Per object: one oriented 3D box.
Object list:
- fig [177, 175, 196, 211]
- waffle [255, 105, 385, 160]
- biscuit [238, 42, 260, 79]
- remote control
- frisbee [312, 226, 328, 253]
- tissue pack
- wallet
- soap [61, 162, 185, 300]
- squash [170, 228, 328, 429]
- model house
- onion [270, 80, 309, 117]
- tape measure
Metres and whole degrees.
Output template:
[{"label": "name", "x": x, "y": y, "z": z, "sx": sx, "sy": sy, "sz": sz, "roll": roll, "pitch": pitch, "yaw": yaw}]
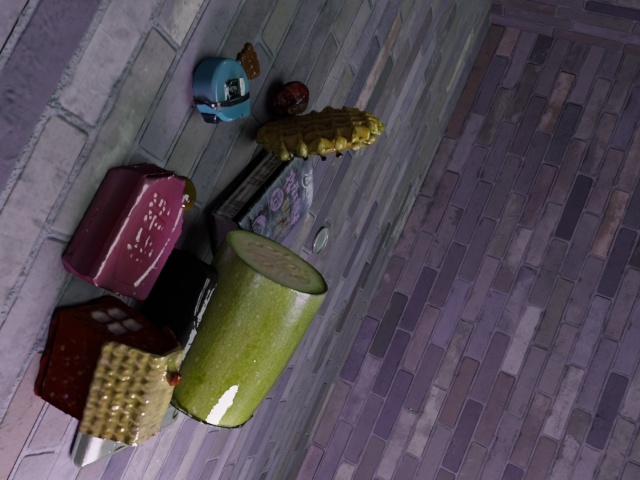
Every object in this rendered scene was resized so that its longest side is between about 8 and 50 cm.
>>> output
[{"label": "fig", "x": -0.291, "y": -0.100, "z": 1.131, "sx": 0.088, "sy": 0.074, "sz": 0.074, "roll": -80, "pitch": 174, "yaw": -47}, {"label": "waffle", "x": 0.002, "y": -0.277, "z": 1.378, "sx": 0.329, "sy": 0.329, "sz": 0.062, "roll": -45, "pitch": 136, "yaw": -48}, {"label": "biscuit", "x": -0.160, "y": -0.396, "z": 1.235, "sx": 0.092, "sy": 0.016, "sz": 0.082, "roll": 12, "pitch": 94, "yaw": -71}, {"label": "remote control", "x": -0.438, "y": 0.431, "z": 1.304, "sx": 0.128, "sy": 0.065, "sz": 0.335, "roll": -68, "pitch": 160, "yaw": 8}, {"label": "frisbee", "x": 0.000, "y": 0.000, "z": 2.071, "sx": 0.110, "sy": 0.014, "sz": 0.110, "roll": -51, "pitch": 154, "yaw": -37}, {"label": "tissue pack", "x": -0.142, "y": -0.085, "z": 1.466, "sx": 0.361, "sy": 0.122, "sz": 0.259, "roll": -56, "pitch": 159, "yaw": -35}, {"label": "wallet", "x": -0.335, "y": 0.201, "z": 1.156, "sx": 0.051, "sy": 0.197, "sz": 0.378, "roll": 24, "pitch": 87, "yaw": -47}, {"label": "soap", "x": -0.350, "y": -0.028, "z": 1.017, "sx": 0.250, "sy": 0.099, "sz": 0.162, "roll": -66, "pitch": 153, "yaw": -7}, {"label": "squash", "x": -0.179, "y": 0.204, "z": 1.230, "sx": 0.384, "sy": 0.263, "sz": 0.263, "roll": -60, "pitch": 162, "yaw": 13}, {"label": "model house", "x": -0.371, "y": 0.245, "z": 1.011, "sx": 0.160, "sy": 0.254, "sz": 0.196, "roll": -1, "pitch": 112, "yaw": -62}, {"label": "onion", "x": -0.079, "y": -0.358, "z": 1.384, "sx": 0.107, "sy": 0.097, "sz": 0.107, "roll": -33, "pitch": -173, "yaw": 5}, {"label": "tape measure", "x": -0.202, "y": -0.310, "z": 1.124, "sx": 0.146, "sy": 0.081, "sz": 0.125, "roll": -40, "pitch": 136, "yaw": -54}]
